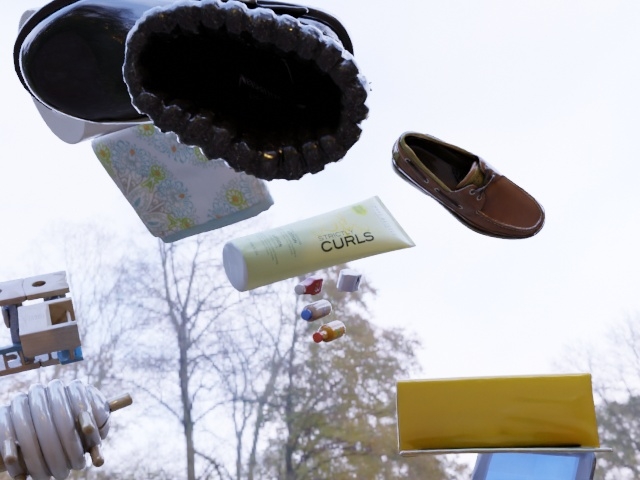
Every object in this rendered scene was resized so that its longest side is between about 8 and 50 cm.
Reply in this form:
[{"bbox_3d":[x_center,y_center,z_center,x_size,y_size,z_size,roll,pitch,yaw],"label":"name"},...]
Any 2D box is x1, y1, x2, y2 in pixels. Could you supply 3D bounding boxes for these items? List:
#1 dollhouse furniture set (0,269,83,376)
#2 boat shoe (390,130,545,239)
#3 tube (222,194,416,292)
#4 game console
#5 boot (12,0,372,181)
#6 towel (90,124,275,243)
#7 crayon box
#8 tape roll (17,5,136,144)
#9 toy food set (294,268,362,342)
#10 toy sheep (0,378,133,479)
[{"bbox_3d":[-0.420,0.147,1.026,0.128,0.183,0.129,-11,-64,-21],"label":"dollhouse furniture set"},{"bbox_3d":[0.263,-0.095,1.251,0.307,0.111,0.104,26,-11,6],"label":"boat shoe"},{"bbox_3d":[0.000,0.000,0.848,0.240,0.070,0.062,-15,8,-31],"label":"tube"},{"bbox_3d":[0.293,0.457,1.209,0.250,0.173,0.293,-1,-12,-29],"label":"game console"},{"bbox_3d":[-0.131,-0.141,0.587,0.347,0.260,0.131,-2,-66,5],"label":"boot"},{"bbox_3d":[-0.329,-0.165,1.666,0.374,0.090,0.321,-16,-62,29],"label":"towel"},{"bbox_3d":[0.188,0.198,0.806,0.202,0.081,0.318,-3,-13,5],"label":"crayon box"},{"bbox_3d":[-0.420,-0.316,1.296,0.169,0.246,0.246,-28,-28,-38],"label":"tape roll"},{"bbox_3d":[0.013,0.103,1.547,0.104,0.111,0.232,-10,-64,-62],"label":"toy food set"},{"bbox_3d":[-0.219,0.156,0.578,0.132,0.091,0.091,-14,-37,-23],"label":"toy sheep"}]
